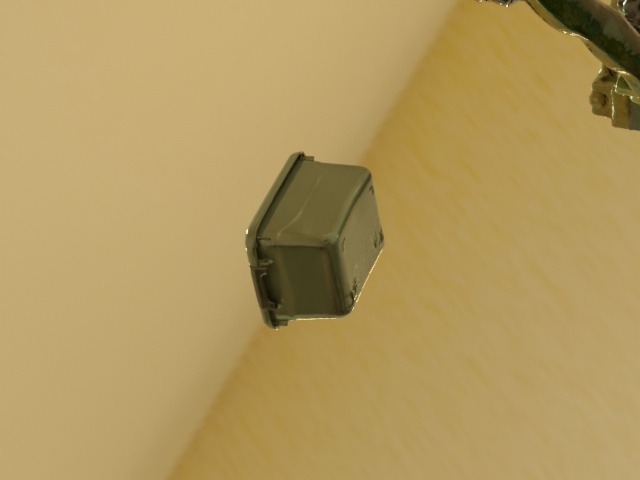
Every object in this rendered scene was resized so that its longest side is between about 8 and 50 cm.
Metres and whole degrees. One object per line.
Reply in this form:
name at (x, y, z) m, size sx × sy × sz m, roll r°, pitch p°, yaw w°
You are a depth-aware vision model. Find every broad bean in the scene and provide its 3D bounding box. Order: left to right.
broad bean at (0.219, -0.133, 1.441) m, size 0.039 × 0.069 × 0.227 m, roll -29°, pitch -61°, yaw 37°

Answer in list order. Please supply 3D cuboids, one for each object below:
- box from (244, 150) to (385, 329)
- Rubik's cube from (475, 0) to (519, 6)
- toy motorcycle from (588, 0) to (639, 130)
box at (0.000, 0.000, 1.946) m, size 0.172 × 0.093 × 0.124 m, roll -63°, pitch -31°, yaw -50°
Rubik's cube at (0.075, -0.338, 1.152) m, size 0.310 × 0.307 × 0.305 m, roll -36°, pitch -36°, yaw -56°
toy motorcycle at (0.405, -0.261, 2.149) m, size 0.410 × 0.169 × 0.237 m, roll -43°, pitch -42°, yaw -51°
